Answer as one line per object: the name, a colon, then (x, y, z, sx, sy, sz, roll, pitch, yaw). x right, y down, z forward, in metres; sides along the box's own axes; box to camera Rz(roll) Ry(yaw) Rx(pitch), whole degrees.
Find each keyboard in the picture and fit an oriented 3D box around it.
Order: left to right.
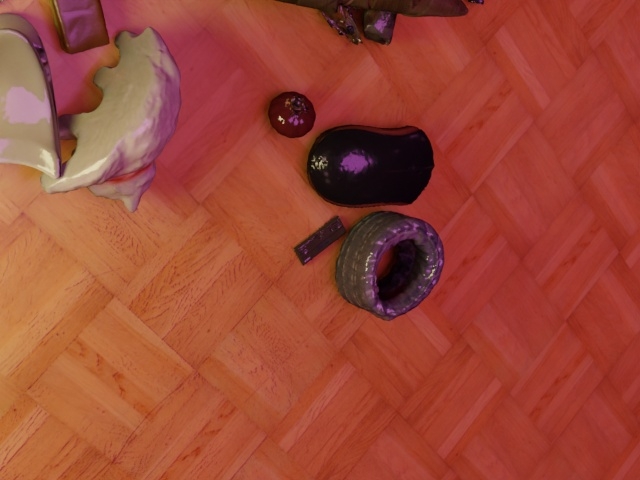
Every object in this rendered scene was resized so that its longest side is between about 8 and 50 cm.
keyboard: (0.000, 0.000, 2.058, 0.129, 0.015, 0.049, -38, 122, -18)

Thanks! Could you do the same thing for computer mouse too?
computer mouse: (0.121, -0.161, 2.035, 0.323, 0.116, 0.183, -4, 108, -31)

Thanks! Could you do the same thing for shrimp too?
shrimp: (0.028, -0.550, 1.928, 0.169, 0.058, 0.296, -46, 116, -16)

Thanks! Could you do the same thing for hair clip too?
hair clip: (-0.540, -0.252, 1.619, 0.172, 0.113, 0.282, -1, 101, -17)

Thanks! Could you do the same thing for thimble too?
thimble: (0.147, 0.052, 2.067, 0.205, 0.172, 0.236, 22, 87, -30)

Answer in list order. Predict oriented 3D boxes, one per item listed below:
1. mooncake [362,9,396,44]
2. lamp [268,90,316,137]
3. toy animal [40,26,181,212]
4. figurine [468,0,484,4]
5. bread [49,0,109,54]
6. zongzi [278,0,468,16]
mooncake: (0.129, -0.481, 1.962, 0.073, 0.130, 0.125, 16, 95, 0)
lamp: (-0.058, -0.259, 1.921, 0.101, 0.090, 0.101, 11, 62, -20)
toy animal: (-0.347, -0.218, 1.730, 0.188, 0.266, 0.308, 38, 38, -45)
figurine: (0.353, -0.605, 2.106, 0.079, 0.077, 0.136, 19, 109, 1)
bread: (-0.443, -0.449, 1.655, 0.088, 0.049, 0.226, -20, 119, -23)
zongzi: (0.078, -0.686, 1.807, 0.467, 0.218, 0.500, -1, 91, -30)
